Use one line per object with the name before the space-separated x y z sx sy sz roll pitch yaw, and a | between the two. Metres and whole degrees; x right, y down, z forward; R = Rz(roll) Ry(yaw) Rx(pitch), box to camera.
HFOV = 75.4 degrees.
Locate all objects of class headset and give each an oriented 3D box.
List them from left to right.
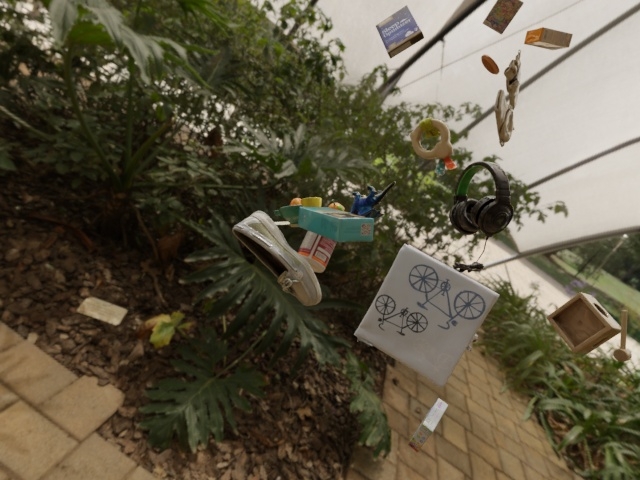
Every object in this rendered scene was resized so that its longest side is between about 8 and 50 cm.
headset | 0.549 -0.084 1.484 0.185 0.395 0.243 -1 1 -18

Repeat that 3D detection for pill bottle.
pill bottle | 0.000 0.000 1.574 0.121 0.221 0.121 22 -19 8

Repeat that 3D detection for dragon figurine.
dragon figurine | 0.189 -0.128 1.606 0.085 0.289 0.144 20 63 -45

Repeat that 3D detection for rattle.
rattle | 0.389 -0.292 1.339 0.200 0.130 0.142 55 15 21

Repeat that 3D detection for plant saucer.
plant saucer | 0.582 -0.603 1.426 0.083 0.013 0.083 46 13 -14

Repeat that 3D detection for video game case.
video game case | 0.676 -0.843 1.537 0.087 0.122 0.011 30 48 -1

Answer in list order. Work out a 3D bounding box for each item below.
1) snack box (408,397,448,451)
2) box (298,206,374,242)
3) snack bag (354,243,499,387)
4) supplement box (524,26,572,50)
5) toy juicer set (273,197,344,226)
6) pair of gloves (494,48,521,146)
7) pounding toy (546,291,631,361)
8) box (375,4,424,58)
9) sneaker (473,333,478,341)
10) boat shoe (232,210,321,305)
snack box | 0.322 0.547 1.234 0.037 0.100 0.141 33 30 23
box | 0.033 -0.047 1.109 0.100 0.060 0.244 -1 11 -28
snack bag | 0.319 0.231 1.268 0.323 0.343 0.037 29 0 12
supplement box | 0.614 -0.544 1.119 0.098 0.036 0.062 4 17 -15
toy juicer set | -0.051 -0.106 1.490 0.209 0.090 0.329 -2 -5 -37
pair of gloves | 0.580 -0.425 1.265 0.042 0.240 0.204 11 -21 31
pounding toy | 0.801 0.254 1.179 0.094 0.181 0.206 15 37 -35
box | 0.289 -0.794 1.554 0.036 0.136 0.225 40 31 -48
sneaker | 0.567 0.457 1.769 0.086 0.164 0.226 5 -5 -36
boat shoe | -0.121 0.065 1.185 0.103 0.118 0.320 -37 92 -33
